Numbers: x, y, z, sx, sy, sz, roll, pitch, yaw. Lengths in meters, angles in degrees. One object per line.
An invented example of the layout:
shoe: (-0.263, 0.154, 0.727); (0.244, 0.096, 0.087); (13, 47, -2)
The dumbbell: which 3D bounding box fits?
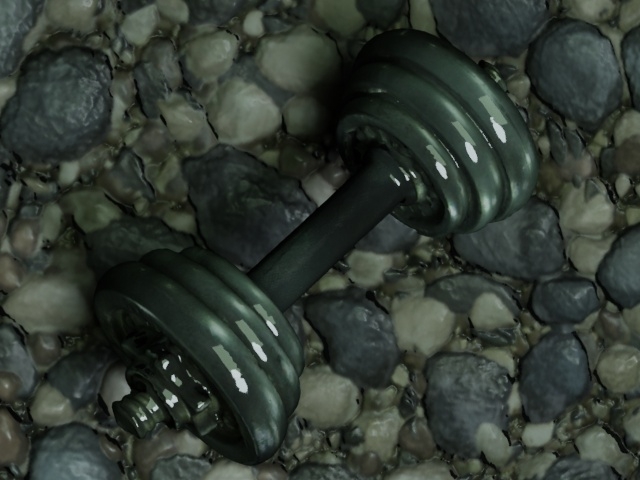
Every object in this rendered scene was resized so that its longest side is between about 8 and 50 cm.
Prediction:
dumbbell: (0.000, 0.000, 1.373); (0.406, 0.179, 0.179); (-44, 110, -22)
